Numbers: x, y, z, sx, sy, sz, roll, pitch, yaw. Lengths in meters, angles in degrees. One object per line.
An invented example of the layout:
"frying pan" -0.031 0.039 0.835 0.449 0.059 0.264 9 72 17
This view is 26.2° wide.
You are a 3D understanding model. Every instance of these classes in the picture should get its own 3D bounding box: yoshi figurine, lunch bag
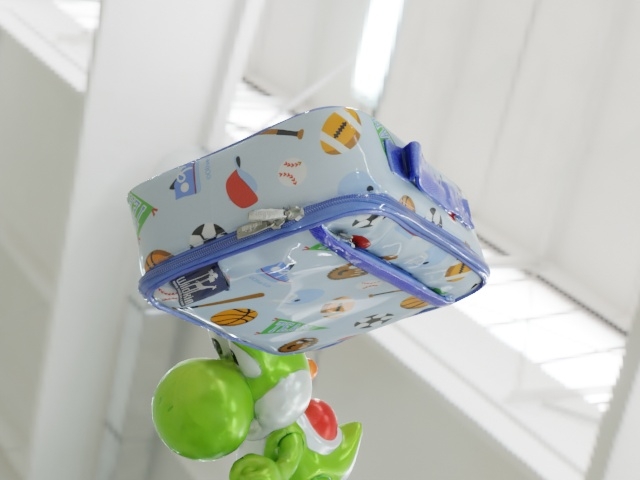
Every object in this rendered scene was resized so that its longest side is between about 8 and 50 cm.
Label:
"yoshi figurine" -0.083 0.236 1.524 0.203 0.203 0.362 -4 -54 20
"lunch bag" 0.000 0.000 1.131 0.243 0.303 0.115 -19 -111 22
